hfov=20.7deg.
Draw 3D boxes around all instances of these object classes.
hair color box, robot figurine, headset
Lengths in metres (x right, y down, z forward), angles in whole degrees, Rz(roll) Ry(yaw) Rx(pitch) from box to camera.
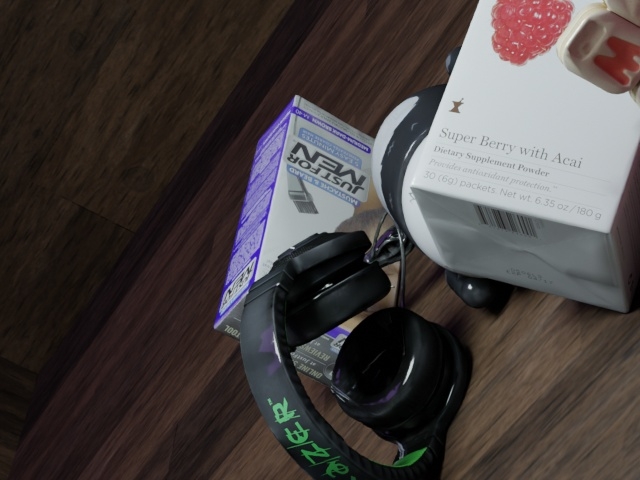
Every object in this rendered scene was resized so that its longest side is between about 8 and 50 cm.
[{"bbox_3d":[0.000,0.000,2.102,0.110,0.185,0.339,-47,22,41],"label":"hair color box"},{"bbox_3d":[0.150,-0.064,1.762,0.173,0.209,0.278,-40,17,2],"label":"robot figurine"},{"bbox_3d":[0.023,0.103,1.767,0.185,0.243,0.394,-31,18,32],"label":"headset"}]

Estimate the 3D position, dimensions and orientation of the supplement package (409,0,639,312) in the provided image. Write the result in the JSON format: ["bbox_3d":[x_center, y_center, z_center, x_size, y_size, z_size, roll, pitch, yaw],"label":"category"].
[{"bbox_3d":[0.216,-0.119,1.499,0.175,0.177,0.293,60,-132,-62],"label":"supplement package"}]

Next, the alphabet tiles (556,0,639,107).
[{"bbox_3d":[0.306,-0.218,1.301,0.284,0.278,0.021,-56,23,22],"label":"alphabet tiles"}]
